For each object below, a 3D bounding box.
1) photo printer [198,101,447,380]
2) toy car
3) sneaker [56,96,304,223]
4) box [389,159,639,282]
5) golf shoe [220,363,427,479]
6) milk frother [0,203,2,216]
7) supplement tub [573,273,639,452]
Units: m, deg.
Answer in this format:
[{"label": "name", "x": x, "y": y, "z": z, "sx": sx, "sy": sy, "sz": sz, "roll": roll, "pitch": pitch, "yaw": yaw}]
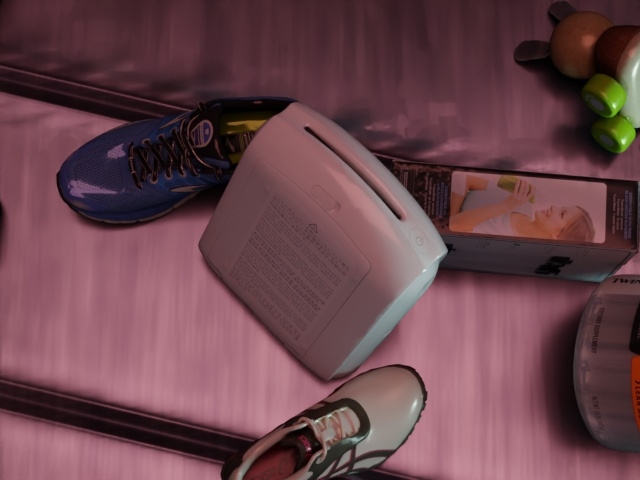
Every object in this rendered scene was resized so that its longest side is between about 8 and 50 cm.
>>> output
[{"label": "photo printer", "x": 0.000, "y": 0.000, "z": 1.556, "sx": 0.256, "sy": 0.307, "sz": 0.107, "roll": 45, "pitch": 58, "yaw": 8}, {"label": "toy car", "x": 0.340, "y": -0.230, "z": 1.729, "sx": 0.188, "sy": 0.149, "sz": 0.155, "roll": 31, "pitch": 74, "yaw": 34}, {"label": "sneaker", "x": -0.158, "y": -0.114, "z": 1.659, "sx": 0.329, "sy": 0.147, "sz": 0.130, "roll": -16, "pitch": 79, "yaw": -4}, {"label": "box", "x": 0.218, "y": -0.020, "z": 1.640, "sx": 0.289, "sy": 0.169, "sz": 0.087, "roll": 5, "pitch": 75, "yaw": 1}, {"label": "golf shoe", "x": 0.011, "y": 0.234, "z": 1.605, "sx": 0.272, "sy": 0.120, "sz": 0.105, "roll": -32, "pitch": 79, "yaw": -9}, {"label": "milk frother", "x": -0.473, "y": -0.026, "z": 1.662, "sx": 0.143, "sy": 0.129, "sz": 0.135, "roll": -21, "pitch": 40, "yaw": 22}, {"label": "supplement tub", "x": 0.469, "y": 0.144, "z": 1.522, "sx": 0.338, "sy": 0.207, "sz": 0.207, "roll": 1, "pitch": 75, "yaw": 34}]
